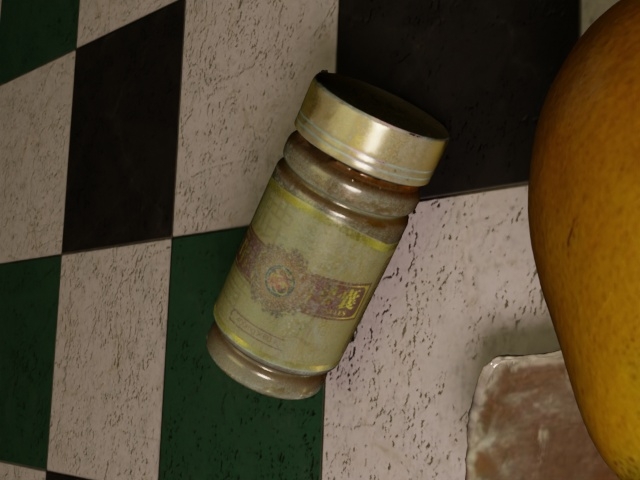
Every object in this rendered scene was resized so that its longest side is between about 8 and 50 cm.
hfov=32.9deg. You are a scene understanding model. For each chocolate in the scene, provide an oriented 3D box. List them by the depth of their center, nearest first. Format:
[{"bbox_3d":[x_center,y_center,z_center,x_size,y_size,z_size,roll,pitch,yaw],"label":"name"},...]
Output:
[{"bbox_3d":[0.235,0.163,0.872,0.254,0.080,0.156,-17,56,47],"label":"chocolate"}]

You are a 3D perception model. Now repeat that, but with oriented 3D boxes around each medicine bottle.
[{"bbox_3d":[0.000,0.000,1.139,0.151,0.151,0.322,46,119,45],"label":"medicine bottle"}]

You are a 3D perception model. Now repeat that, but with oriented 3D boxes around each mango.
[{"bbox_3d":[0.254,-0.008,0.720,0.264,0.221,0.378,129,154,-59],"label":"mango"}]
